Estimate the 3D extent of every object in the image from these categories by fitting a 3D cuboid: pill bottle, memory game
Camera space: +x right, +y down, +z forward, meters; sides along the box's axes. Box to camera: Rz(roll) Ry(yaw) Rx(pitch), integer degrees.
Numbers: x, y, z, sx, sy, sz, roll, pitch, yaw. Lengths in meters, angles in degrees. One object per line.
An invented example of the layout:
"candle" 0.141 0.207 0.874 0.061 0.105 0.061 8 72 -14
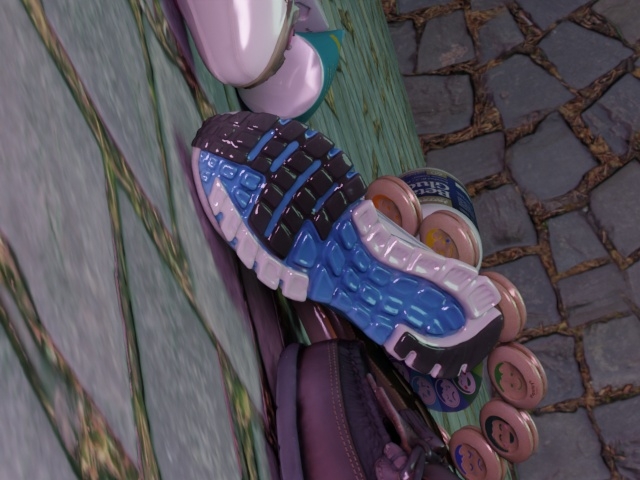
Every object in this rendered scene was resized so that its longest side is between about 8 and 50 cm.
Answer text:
"pill bottle" 0.101 0.000 1.804 0.169 0.094 0.094 -92 164 -69
"memory game" 0.048 0.050 1.039 0.186 0.012 0.186 31 -43 35

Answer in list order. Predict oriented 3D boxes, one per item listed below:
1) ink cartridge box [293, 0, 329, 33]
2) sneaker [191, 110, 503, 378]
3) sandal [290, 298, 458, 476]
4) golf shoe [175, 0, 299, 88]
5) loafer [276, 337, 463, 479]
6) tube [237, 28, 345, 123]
"ink cartridge box" -0.039 -0.201 1.294 0.088 0.052 0.122 57 16 -68
"sneaker" 0.000 0.000 0.938 0.191 0.071 0.083 41 -6 -33
"sandal" 0.018 0.090 1.008 0.219 0.060 0.090 58 8 6
"golf shoe" -0.065 -0.165 0.974 0.086 0.067 0.186 -2 78 -51
"loafer" 0.043 0.151 0.846 0.302 0.095 0.109 -100 170 -51
"tube" -0.014 -0.102 1.230 0.052 0.080 0.207 34 7 2
